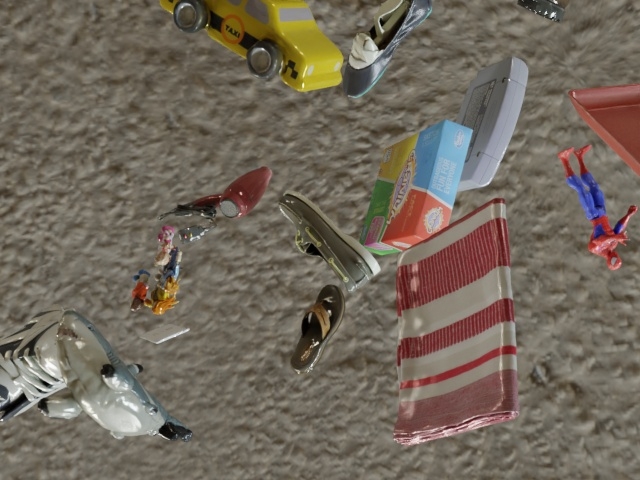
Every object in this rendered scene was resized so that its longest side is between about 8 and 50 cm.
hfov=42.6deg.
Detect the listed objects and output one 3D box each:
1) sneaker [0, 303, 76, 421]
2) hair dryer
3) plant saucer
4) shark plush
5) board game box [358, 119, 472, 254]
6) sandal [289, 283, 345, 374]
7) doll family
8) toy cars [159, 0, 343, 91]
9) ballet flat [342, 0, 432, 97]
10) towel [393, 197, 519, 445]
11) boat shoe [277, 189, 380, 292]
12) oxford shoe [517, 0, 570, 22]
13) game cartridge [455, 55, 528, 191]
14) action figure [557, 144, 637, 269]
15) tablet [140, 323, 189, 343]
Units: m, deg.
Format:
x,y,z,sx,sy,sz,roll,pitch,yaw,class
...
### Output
x,y,z,sx,sy,sz,roll,pitch,yaw,class
-0.320,0.147,0.901,0.153,0.235,0.094,-40,114,-21,sneaker
-0.242,-0.105,1.956,0.293,0.223,0.080,-25,120,-16,hair dryer
0.596,-0.189,1.419,0.259,0.258,0.048,-8,131,-14,plant saucer
-0.151,0.120,0.672,0.073,0.067,0.161,-39,127,22,shark plush
0.190,-0.100,1.709,0.064,0.316,0.242,18,80,-15,board game box
-0.014,0.187,1.805,0.090,0.060,0.219,8,61,44,sandal
-0.409,0.099,2.160,0.118,0.163,0.263,22,121,-20,doll family
-0.087,-0.283,0.886,0.176,0.394,0.087,11,120,-27,toy cars
0.091,-0.319,1.284,0.074,0.074,0.203,41,94,5,ballet flat
0.192,0.121,1.209,0.037,0.329,0.237,20,147,-28,towel
-0.001,-0.002,1.843,0.091,0.109,0.305,-44,62,-9,boat shoe
0.311,-0.428,1.285,0.096,0.227,0.083,-64,36,17,oxford shoe
0.355,-0.248,1.797,0.062,0.198,0.297,24,80,-21,game cartridge
0.617,-0.078,1.769,0.139,0.091,0.280,-26,77,60,action figure
-0.234,0.138,1.229,0.083,0.054,0.006,2,110,61,tablet
